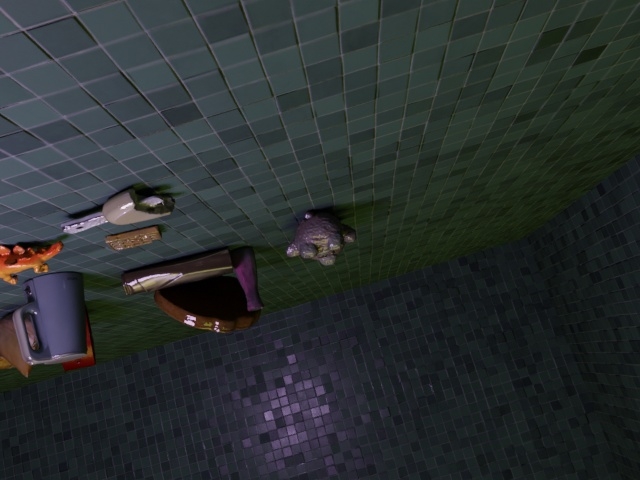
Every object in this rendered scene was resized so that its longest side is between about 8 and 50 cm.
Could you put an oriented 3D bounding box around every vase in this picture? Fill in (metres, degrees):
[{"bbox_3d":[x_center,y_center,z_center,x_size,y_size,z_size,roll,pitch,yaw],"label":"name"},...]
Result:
[{"bbox_3d":[-0.247,0.134,1.798,0.086,0.214,0.086,-16,167,-4],"label":"vase"}]

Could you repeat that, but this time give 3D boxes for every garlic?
[{"bbox_3d":[-0.971,0.318,1.759,0.151,0.196,0.338,-22,167,-49],"label":"garlic"}]

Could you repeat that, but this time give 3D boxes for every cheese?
[{"bbox_3d":[-0.446,-0.058,1.139,0.235,0.049,0.127,-17,169,7],"label":"cheese"}]

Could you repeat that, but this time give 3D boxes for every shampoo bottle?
[{"bbox_3d":[-0.460,0.103,1.708,0.350,0.084,0.125,-13,172,-12],"label":"shampoo bottle"}]

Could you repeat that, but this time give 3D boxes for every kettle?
[{"bbox_3d":[-0.766,0.225,1.495,0.160,0.243,0.210,-21,165,18],"label":"kettle"}]

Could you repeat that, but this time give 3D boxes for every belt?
[{"bbox_3d":[-0.894,0.360,1.917,0.115,0.227,0.324,-8,163,-23],"label":"belt"}]

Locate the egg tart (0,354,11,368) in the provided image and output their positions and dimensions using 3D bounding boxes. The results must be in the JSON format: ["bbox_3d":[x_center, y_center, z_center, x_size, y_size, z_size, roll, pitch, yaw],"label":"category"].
[{"bbox_3d":[-1.236,0.403,1.879,0.319,0.128,0.319,-5,168,-1],"label":"egg tart"}]

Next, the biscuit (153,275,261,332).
[{"bbox_3d":[-0.384,0.206,1.836,0.381,0.359,0.074,-13,129,-65],"label":"biscuit"}]

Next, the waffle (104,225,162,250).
[{"bbox_3d":[-0.484,-0.006,1.372,0.135,0.021,0.092,-13,165,-12],"label":"waffle"}]

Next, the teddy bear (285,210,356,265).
[{"bbox_3d":[0.000,-0.001,1.694,0.236,0.151,0.267,-15,163,0],"label":"teddy bear"}]

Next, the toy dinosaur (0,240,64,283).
[{"bbox_3d":[-0.738,0.057,1.232,0.288,0.070,0.117,-22,155,8],"label":"toy dinosaur"}]
